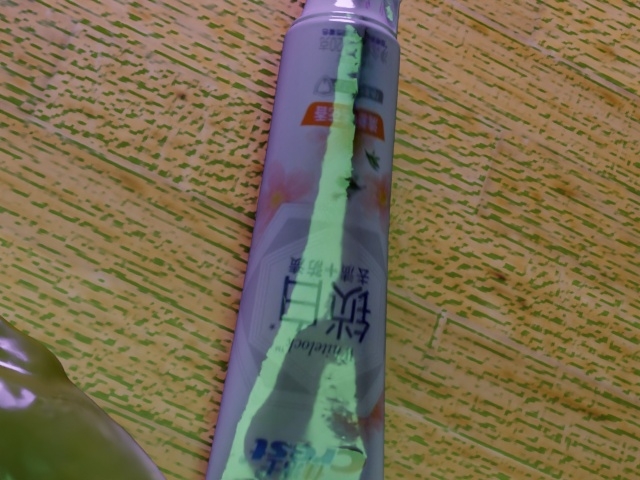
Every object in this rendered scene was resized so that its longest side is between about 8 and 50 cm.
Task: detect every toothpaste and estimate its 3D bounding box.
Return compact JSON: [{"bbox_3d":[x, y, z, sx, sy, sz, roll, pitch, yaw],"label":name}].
[{"bbox_3d":[0.000,0.000,0.719,0.100,0.066,0.323,10,75,-16],"label":"toothpaste"}]

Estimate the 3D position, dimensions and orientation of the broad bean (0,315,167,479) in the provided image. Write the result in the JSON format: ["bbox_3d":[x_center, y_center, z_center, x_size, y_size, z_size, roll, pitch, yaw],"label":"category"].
[{"bbox_3d":[-0.166,0.162,0.567,0.238,0.119,0.291,-28,81,-19],"label":"broad bean"}]
